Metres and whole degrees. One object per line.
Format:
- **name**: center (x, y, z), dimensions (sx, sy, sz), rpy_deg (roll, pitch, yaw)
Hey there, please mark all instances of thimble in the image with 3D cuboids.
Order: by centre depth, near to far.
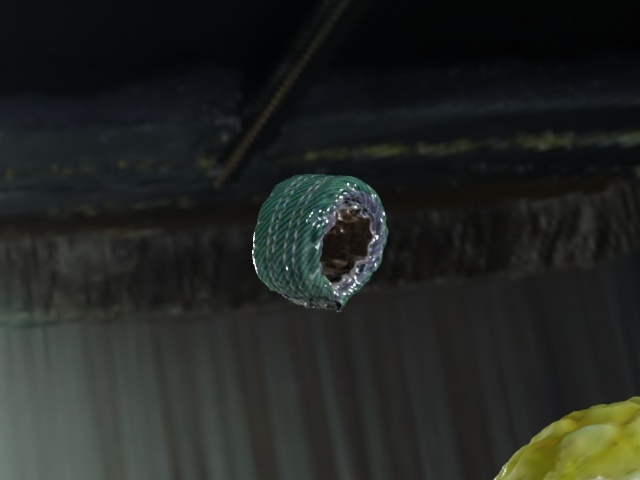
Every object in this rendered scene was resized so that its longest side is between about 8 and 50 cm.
- **thimble**: center (0.000, -0.003, 1.832), dimensions (0.090, 0.135, 0.118), rpy_deg (7, -30, 45)

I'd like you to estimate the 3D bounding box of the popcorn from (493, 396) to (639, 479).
- **popcorn**: center (0.220, 0.239, 1.207), dimensions (0.282, 0.282, 0.247), rpy_deg (-14, -2, 11)
